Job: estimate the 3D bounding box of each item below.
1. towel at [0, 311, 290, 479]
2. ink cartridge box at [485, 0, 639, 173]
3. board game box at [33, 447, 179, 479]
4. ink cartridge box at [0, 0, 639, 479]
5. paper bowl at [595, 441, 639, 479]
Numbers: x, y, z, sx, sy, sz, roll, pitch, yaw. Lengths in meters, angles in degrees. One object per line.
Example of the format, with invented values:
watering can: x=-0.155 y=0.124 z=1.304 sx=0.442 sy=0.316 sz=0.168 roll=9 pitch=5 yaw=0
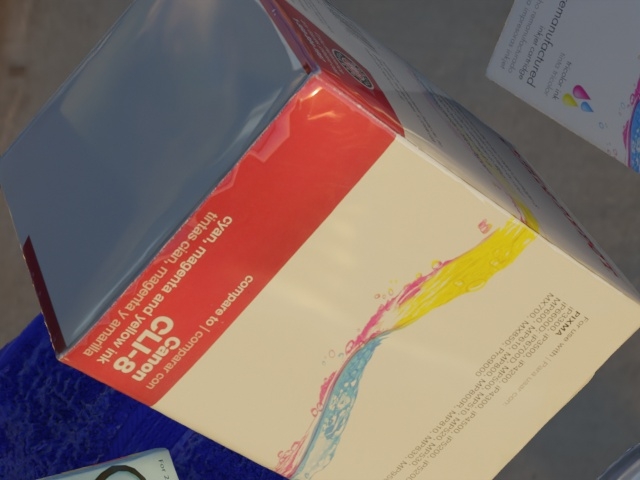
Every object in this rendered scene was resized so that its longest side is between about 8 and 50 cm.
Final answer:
towel: x=-0.112 y=0.193 z=1.040 sx=0.308 sy=0.076 sz=0.227 roll=32 pitch=95 yaw=32
ink cartridge box: x=0.205 y=-0.089 z=0.889 sx=0.078 sy=0.134 sz=0.231 roll=0 pitch=28 yaw=-46
board game box: x=-0.169 y=0.183 z=0.651 sx=0.275 sy=0.142 sz=0.144 roll=-7 pitch=74 yaw=-54
ink cartridge box: x=0.000 y=0.000 z=0.640 sx=0.176 sy=0.127 sz=0.128 roll=33 pitch=16 yaw=-34
paper bowl: x=0.255 y=0.217 z=1.033 sx=0.284 sy=0.148 sz=0.284 roll=-17 pitch=48 yaw=20
